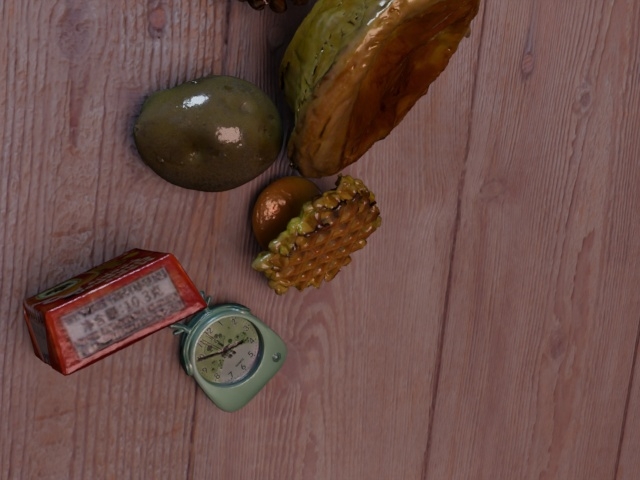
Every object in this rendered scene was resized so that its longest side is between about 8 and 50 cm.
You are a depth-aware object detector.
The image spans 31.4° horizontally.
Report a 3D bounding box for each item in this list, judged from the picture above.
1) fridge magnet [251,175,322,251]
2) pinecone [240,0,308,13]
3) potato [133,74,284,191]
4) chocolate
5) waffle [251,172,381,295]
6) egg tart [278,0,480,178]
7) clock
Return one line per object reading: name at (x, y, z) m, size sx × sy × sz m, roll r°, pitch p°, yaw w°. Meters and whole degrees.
fridge magnet at (-0.053, -0.041, 1.934) m, size 0.143 × 0.063 × 0.143 m, roll -7°, pitch 106°, yaw -28°
pinecone at (-0.067, -0.441, 1.767) m, size 0.195 × 0.150 × 0.179 m, roll -26°, pitch 75°, yaw -29°
potato at (-0.176, -0.168, 1.789) m, size 0.235 × 0.160 × 0.177 m, roll 5°, pitch 76°, yaw -15°
chocolate at (-0.323, 0.101, 1.736) m, size 0.237 × 0.235 × 0.108 m, roll -25°, pitch 102°, yaw -20°
waffle at (0.000, 0.000, 1.897) m, size 0.243 × 0.058 × 0.238 m, roll -44°, pitch 157°, yaw 8°
egg tart at (0.074, -0.294, 1.803) m, size 0.178 × 0.443 × 0.443 m, roll 40°, pitch 81°, yaw 11°
clock at (-0.165, 0.177, 1.929) m, size 0.159 × 0.066 × 0.211 m, roll -45°, pitch 118°, yaw -11°
